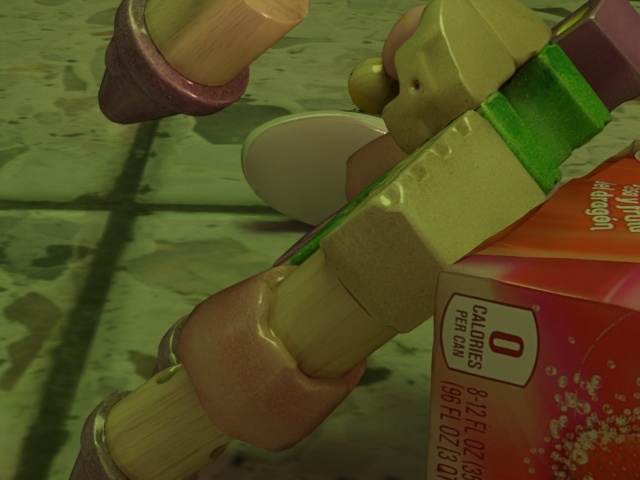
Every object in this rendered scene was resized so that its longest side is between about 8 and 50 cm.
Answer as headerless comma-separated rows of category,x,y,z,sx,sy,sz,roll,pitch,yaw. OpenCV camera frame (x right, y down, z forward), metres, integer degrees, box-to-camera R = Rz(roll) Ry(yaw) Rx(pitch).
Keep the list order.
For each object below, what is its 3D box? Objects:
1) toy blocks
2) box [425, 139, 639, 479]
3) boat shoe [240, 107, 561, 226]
toy blocks,0.000,0.000,0.721,0.260,0.309,0.288,-36,5,37
box,0.100,0.118,0.386,0.128,0.256,0.123,12,21,26
boat shoe,0.049,-0.052,1.110,0.219,0.077,0.070,4,20,-18
